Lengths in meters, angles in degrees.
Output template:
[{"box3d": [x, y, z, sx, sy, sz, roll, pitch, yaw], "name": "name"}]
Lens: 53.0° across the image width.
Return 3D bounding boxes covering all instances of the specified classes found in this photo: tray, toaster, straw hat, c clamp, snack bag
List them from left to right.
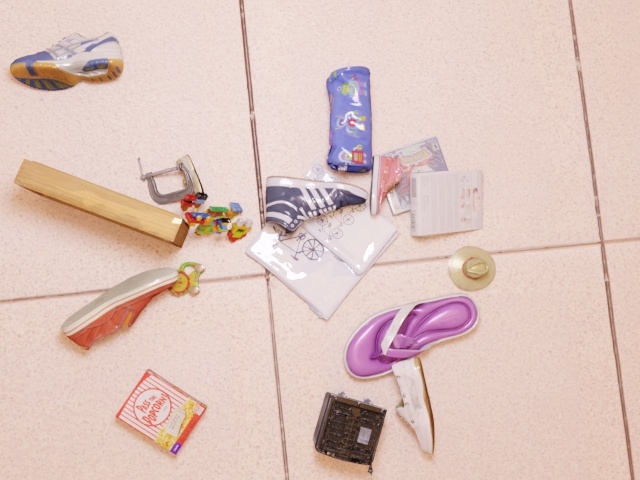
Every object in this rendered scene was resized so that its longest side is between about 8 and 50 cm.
[{"box3d": [-0.554, -0.092, 1.678, 0.411, 0.203, 0.076, 22, 83, -4], "name": "tray"}, {"box3d": [-0.425, -0.171, 1.766, 0.161, 0.022, 0.137, -7, 95, 16], "name": "c clamp"}, {"box3d": [0.000, 0.000, 1.816, 0.323, 0.037, 0.342, 41, 83, -2], "name": "snack bag"}, {"box3d": [0.077, 0.514, 1.744, 0.168, 0.110, 0.185, 16, 83, -4], "name": "toaster"}, {"box3d": [0.445, 0.079, 1.844, 0.145, 0.061, 0.144, 0, 86, -6], "name": "straw hat"}]

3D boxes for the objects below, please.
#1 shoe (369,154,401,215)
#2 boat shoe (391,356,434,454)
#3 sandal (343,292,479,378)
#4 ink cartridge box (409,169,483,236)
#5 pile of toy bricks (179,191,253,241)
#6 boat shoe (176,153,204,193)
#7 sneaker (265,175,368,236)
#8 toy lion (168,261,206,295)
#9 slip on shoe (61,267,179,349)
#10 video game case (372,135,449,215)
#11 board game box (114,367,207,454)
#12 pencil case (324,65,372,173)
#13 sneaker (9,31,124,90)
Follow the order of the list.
[{"box3d": [0.183, -0.154, 1.808, 0.081, 0.063, 0.177, 6, 77, -2], "name": "shoe"}, {"box3d": [0.255, 0.460, 1.779, 0.096, 0.098, 0.276, -11, 96, 12], "name": "boat shoe"}, {"box3d": [0.253, 0.251, 1.788, 0.417, 0.102, 0.169, -25, 88, -7], "name": "sandal"}, {"box3d": [0.363, -0.111, 1.847, 0.225, 0.056, 0.180, -7, 100, -27], "name": "ink cartridge box"}, {"box3d": [-0.301, -0.051, 1.744, 0.105, 0.212, 0.118, -50, 57, 27], "name": "pile of toy bricks"}, {"box3d": [-0.361, -0.171, 1.786, 0.045, 0.050, 0.135, -23, 78, -4], "name": "boat shoe"}, {"box3d": [-0.015, -0.084, 1.749, 0.283, 0.099, 0.153, 7, 77, 0], "name": "sneaker"}, {"box3d": [-0.374, 0.105, 1.771, 0.096, 0.034, 0.100, 13, 84, 3], "name": "toy lion"}, {"box3d": [-0.521, 0.176, 1.715, 0.331, 0.123, 0.101, -33, 112, -8], "name": "slip on shoe"}, {"box3d": [0.274, -0.189, 1.866, 0.202, 0.023, 0.183, -19, 88, -8], "name": "video game case"}, {"box3d": [-0.426, 0.459, 1.727, 0.194, 0.045, 0.146, 33, 83, -3], "name": "board game box"}, {"box3d": [0.078, -0.336, 1.809, 0.133, 0.119, 0.305, 0, 85, -4], "name": "pencil case"}, {"box3d": [-0.691, -0.497, 1.761, 0.297, 0.112, 0.130, -7, 69, -8], "name": "sneaker"}]
